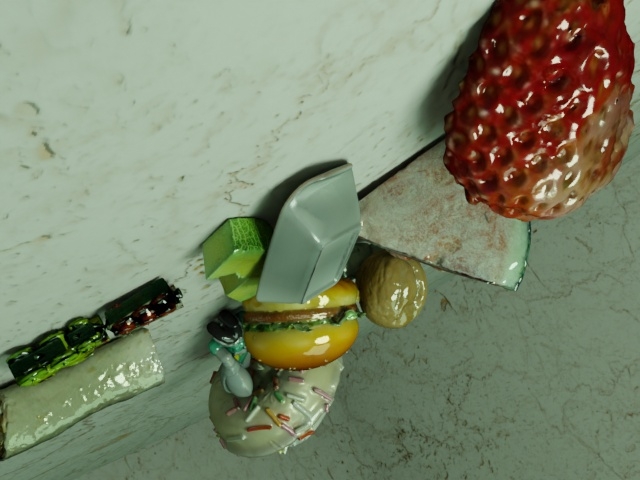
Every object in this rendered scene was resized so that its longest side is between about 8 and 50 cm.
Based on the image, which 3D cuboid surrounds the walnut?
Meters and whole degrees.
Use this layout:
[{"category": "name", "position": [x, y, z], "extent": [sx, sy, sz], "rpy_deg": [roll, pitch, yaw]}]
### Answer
[{"category": "walnut", "position": [0.140, 0.093, 1.020], "extent": [0.149, 0.167, 0.166], "rpy_deg": [9, 179, 24]}]

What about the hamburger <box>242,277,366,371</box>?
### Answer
[{"category": "hamburger", "position": [-0.032, 0.160, 0.972], "extent": [0.245, 0.170, 0.246], "rpy_deg": [-3, 176, 0]}]

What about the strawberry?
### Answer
[{"category": "strawberry", "position": [0.287, -0.154, 0.610], "extent": [0.265, 0.149, 0.336], "rpy_deg": [-29, 145, -6]}]

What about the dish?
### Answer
[{"category": "dish", "position": [0.000, 0.000, 0.726], "extent": [0.154, 0.064, 0.234], "rpy_deg": [-28, 147, -43]}]

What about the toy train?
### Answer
[{"category": "toy train", "position": [-0.314, 0.130, 0.730], "extent": [0.249, 0.053, 0.085], "rpy_deg": [-27, 172, -10]}]

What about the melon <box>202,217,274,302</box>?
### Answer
[{"category": "melon", "position": [-0.114, 0.030, 0.757], "extent": [0.117, 0.064, 0.209], "rpy_deg": [-25, 161, 2]}]

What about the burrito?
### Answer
[{"category": "burrito", "position": [-0.415, 0.258, 0.850], "extent": [0.299, 0.105, 0.143], "rpy_deg": [-24, 167, -24]}]

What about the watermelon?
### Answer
[{"category": "watermelon", "position": [0.196, -0.077, 0.881], "extent": [0.251, 0.292, 0.283], "rpy_deg": [-69, -163, -8]}]

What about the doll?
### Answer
[{"category": "doll", "position": [-0.177, 0.248, 1.128], "extent": [0.195, 0.153, 0.258], "rpy_deg": [-51, 157, 12]}]

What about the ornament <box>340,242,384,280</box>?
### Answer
[{"category": "ornament", "position": [0.083, 0.035, 1.084], "extent": [0.156, 0.075, 0.081], "rpy_deg": [-21, 148, -23]}]

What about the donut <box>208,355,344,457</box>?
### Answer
[{"category": "donut", "position": [-0.124, 0.350, 1.269], "extent": [0.382, 0.142, 0.383], "rpy_deg": [-28, -152, 17]}]
